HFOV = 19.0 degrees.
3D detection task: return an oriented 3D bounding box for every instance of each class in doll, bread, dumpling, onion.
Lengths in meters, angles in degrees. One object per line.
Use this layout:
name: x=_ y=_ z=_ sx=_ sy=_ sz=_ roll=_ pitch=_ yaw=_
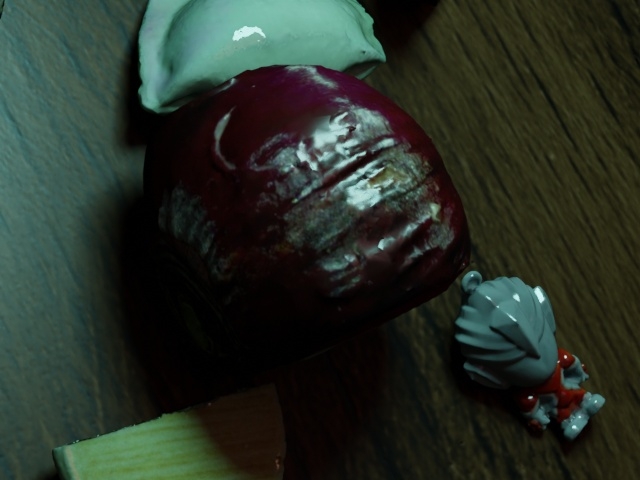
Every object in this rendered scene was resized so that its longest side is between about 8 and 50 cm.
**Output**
doll: x=0.164 y=0.091 z=1.532 sx=0.094 sy=0.079 sz=0.180 roll=-46 pitch=113 yaw=-11
bread: x=-0.097 y=0.176 z=1.359 sx=0.193 sy=0.036 sz=0.112 roll=-15 pitch=85 yaw=-38
dumpling: x=-0.061 y=-0.153 z=1.482 sx=0.217 sy=0.149 sz=0.105 roll=-20 pitch=121 yaw=-29
onion: x=-0.013 y=-0.028 z=1.350 sx=0.216 sy=0.207 sz=0.206 roll=-30 pitch=91 yaw=-17

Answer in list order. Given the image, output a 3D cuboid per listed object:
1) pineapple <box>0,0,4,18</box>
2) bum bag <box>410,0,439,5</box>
pineapple: x=-0.230 y=-0.359 z=1.412 sx=0.158 sy=0.161 sz=0.334 roll=28 pitch=57 yaw=-22
bum bag: x=0.074 y=-0.332 z=1.617 sx=0.080 sy=0.142 sz=0.326 roll=-6 pitch=65 yaw=7
